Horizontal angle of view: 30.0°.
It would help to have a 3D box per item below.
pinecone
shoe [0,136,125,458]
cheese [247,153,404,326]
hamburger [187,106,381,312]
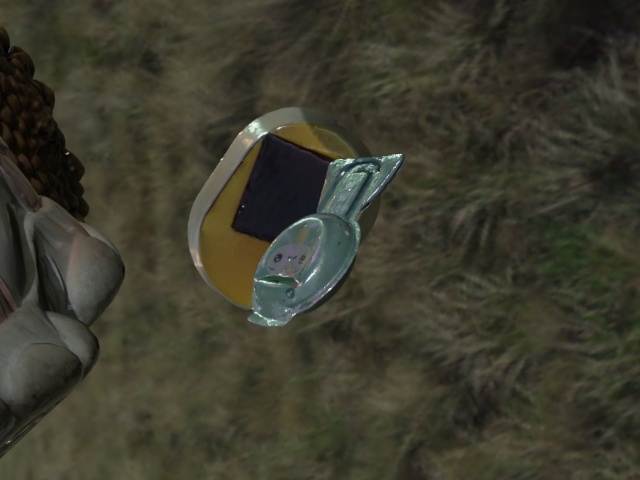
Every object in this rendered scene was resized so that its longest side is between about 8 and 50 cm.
[{"bbox_3d":[-0.497,-0.090,1.483,0.384,0.384,0.384,52,154,39],"label":"pinecone"},{"bbox_3d":[-0.217,0.021,0.515,0.198,0.172,0.351,48,-176,-10],"label":"shoe"},{"bbox_3d":[0.000,0.000,0.644,0.067,0.120,0.026,0,140,46],"label":"cheese"},{"bbox_3d":[-0.050,-0.039,1.644,0.227,0.295,0.151,36,-173,-5],"label":"hamburger"}]
